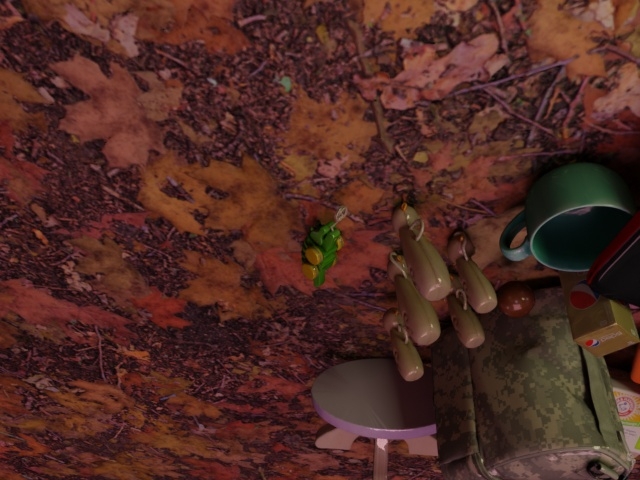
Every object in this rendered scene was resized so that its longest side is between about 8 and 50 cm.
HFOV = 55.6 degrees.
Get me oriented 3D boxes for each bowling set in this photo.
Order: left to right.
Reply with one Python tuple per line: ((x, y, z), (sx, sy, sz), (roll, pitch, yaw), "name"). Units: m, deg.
((0.199, 0.074, 0.917), (0.200, 0.154, 0.287), (-7, 140, -12), "bowling set")

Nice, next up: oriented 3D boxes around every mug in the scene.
((0.316, -0.037, 0.778), (0.158, 0.097, 0.129), (2, 140, 6), "mug")

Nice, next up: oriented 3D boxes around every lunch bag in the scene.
((0.329, 0.242, 0.943), (0.213, 0.305, 0.256), (22, 138, -18), "lunch bag")

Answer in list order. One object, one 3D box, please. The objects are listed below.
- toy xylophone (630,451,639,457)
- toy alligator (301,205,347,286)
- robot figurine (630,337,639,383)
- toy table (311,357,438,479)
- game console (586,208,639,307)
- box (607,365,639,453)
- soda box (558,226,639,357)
((0.621, 0.418, 1.275), (0.237, 0.081, 0.322), (14, 139, -8), "toy xylophone")
((0.000, 0.000, 0.904), (0.051, 0.056, 0.189), (42, 144, 22), "toy alligator")
((0.630, 0.224, 0.985), (0.220, 0.128, 0.158), (14, 162, 27), "robot figurine")
((0.121, 0.344, 1.157), (0.275, 0.252, 0.160), (9, 125, 14), "toy table")
((0.558, -0.012, 0.693), (0.387, 0.060, 0.341), (18, 122, -15), "game console")
((0.576, 0.311, 1.094), (0.203, 0.103, 0.114), (14, 105, -2), "box")
((0.367, 0.060, 0.818), (0.058, 0.181, 0.061), (32, 133, -26), "soda box")
